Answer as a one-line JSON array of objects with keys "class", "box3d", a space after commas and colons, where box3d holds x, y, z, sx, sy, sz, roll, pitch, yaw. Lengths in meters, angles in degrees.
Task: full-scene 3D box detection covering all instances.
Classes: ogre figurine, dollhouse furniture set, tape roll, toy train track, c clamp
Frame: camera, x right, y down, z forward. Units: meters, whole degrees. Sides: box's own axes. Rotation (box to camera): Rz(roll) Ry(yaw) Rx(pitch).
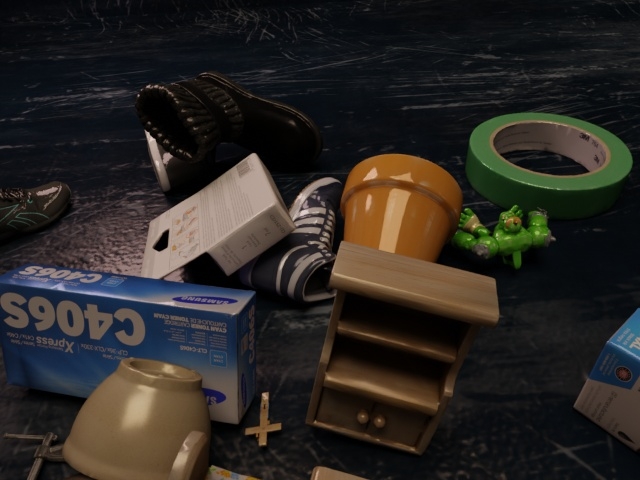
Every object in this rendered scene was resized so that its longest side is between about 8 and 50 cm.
[{"class": "ogre figurine", "box3d": [0.326, -0.010, 0.913, 0.197, 0.096, 0.118, 7, 21, -12]}, {"class": "dollhouse furniture set", "box3d": [0.049, 0.228, 0.473, 0.363, 0.256, 0.394, 14, 36, 5]}, {"class": "tape roll", "box3d": [0.479, -0.170, 1.100, 0.322, 0.077, 0.321, -2, 41, 1]}, {"class": "toy train track", "box3d": [-0.075, 0.243, 0.694, 0.048, 0.014, 0.083, -9, 34, 3]}, {"class": "c clamp", "box3d": [-0.340, 0.308, 0.630, 0.137, 0.022, 0.160, -2, 38, -7]}]

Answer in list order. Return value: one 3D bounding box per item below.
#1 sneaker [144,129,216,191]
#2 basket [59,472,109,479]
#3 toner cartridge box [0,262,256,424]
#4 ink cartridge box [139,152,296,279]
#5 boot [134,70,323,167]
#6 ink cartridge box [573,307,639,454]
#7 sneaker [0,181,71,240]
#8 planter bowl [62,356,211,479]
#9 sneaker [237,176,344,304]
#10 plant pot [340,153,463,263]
[{"class": "sneaker", "box3d": [-0.329, -0.229, 1.206, 0.147, 0.104, 0.295, -16, 48, -17]}, {"class": "basket", "box3d": [-0.260, 0.300, 0.455, 0.205, 0.227, 0.154, -2, 83, 13]}, {"class": "toner cartridge box", "box3d": [-0.265, 0.136, 0.705, 0.348, 0.165, 0.075, 5, 19, 11]}, {"class": "ink cartridge box", "box3d": [-0.193, -0.028, 0.931, 0.261, 0.066, 0.296, -33, 28, 3]}, {"class": "boot", "box3d": [-0.180, -0.230, 1.077, 0.348, 0.131, 0.260, 26, 28, 2]}, {"class": "ink cartridge box", "box3d": [0.433, 0.202, 0.605, 0.086, 0.148, 0.203, -29, 46, -29]}, {"class": "sneaker", "box3d": [-0.625, -0.059, 1.016, 0.101, 0.106, 0.267, 24, 45, 30]}, {"class": "planter bowl", "box3d": [-0.199, 0.201, 0.601, 0.162, 0.162, 0.109, 12, 83, 17]}, {"class": "sneaker", "box3d": [0.000, 0.000, 0.907, 0.153, 0.099, 0.282, 19, 52, 31]}, {"class": "plant pot", "box3d": [0.119, -0.005, 0.851, 0.205, 0.205, 0.187, 10, 57, 15]}]
